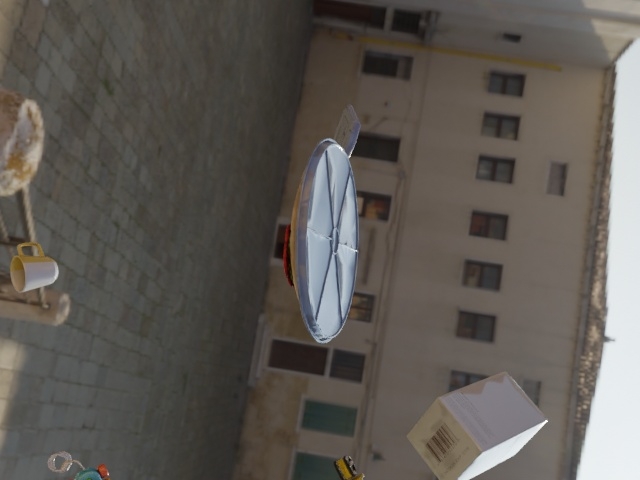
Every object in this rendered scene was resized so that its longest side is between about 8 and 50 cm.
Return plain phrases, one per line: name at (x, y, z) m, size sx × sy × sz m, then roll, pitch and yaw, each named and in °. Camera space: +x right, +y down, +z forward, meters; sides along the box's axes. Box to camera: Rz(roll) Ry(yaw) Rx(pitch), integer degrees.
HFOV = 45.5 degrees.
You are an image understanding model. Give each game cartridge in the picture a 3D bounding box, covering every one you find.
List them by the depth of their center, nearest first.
game cartridge at (0.040, -0.164, 1.199) m, size 0.056 × 0.017 × 0.083 m, roll -103°, pitch -154°, yaw -44°

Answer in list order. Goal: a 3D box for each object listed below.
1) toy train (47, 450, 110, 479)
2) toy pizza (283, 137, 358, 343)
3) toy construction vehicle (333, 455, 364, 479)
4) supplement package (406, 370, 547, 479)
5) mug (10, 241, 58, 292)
toy train at (-0.352, 0.383, 1.049) m, size 0.046 × 0.125 × 0.166 m, roll 9°, pitch -103°, yaw 62°
toy pizza at (0.000, 0.000, 0.753) m, size 0.201 × 0.032 × 0.201 m, roll 1°, pitch 90°, yaw -74°
toy construction vehicle at (0.037, 0.377, 1.131) m, size 0.098 × 0.086 × 0.035 m, roll 59°, pitch 24°, yaw 15°
supplement package at (0.245, 0.291, 1.186) m, size 0.179 × 0.105 × 0.105 m, roll -9°, pitch 138°, yaw -42°
mug at (-0.482, 0.046, 1.295) m, size 0.064 × 0.062 × 0.078 m, roll -7°, pitch 107°, yaw -43°
